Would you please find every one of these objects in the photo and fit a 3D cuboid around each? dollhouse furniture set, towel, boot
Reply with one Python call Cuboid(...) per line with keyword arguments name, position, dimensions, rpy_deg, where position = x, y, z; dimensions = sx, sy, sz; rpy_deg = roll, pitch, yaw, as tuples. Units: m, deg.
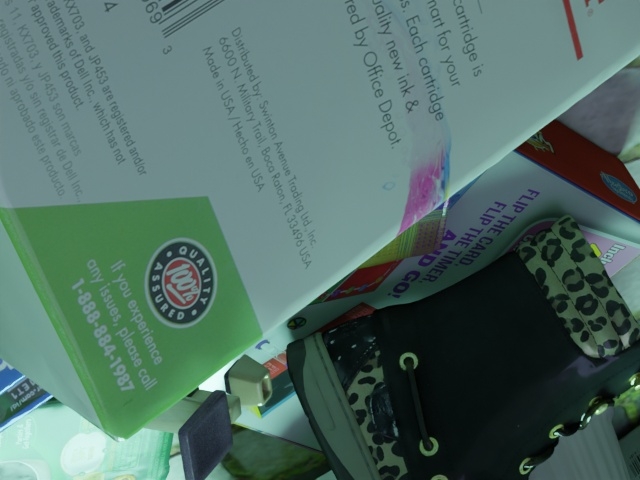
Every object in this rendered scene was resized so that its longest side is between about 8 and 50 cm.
Cuboid(name="dollhouse furniture set", position=(-0.084, 0.049, 0.930), dimensions=(0.081, 0.091, 0.114), rpy_deg=(8, 122, 25))
Cuboid(name="towel", position=(0.036, -0.016, 0.910), dimensions=(0.060, 0.009, 0.083), rpy_deg=(-10, 140, -15))
Cuboid(name="boot", position=(0.108, 0.120, 0.961), dimensions=(0.179, 0.236, 0.085), rpy_deg=(-29, -178, 1))

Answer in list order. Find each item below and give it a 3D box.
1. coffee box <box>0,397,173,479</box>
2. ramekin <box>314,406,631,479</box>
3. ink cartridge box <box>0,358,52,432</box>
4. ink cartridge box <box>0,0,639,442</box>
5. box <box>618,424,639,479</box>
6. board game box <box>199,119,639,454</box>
Cuboid(name="coffee box", position=(-0.175, 0.114, 1.040), dimensions=(0.184, 0.040, 0.113), rpy_deg=(-8, 139, -19))
Cuboid(name="ramekin", position=(0.079, 0.200, 1.131), dimensions=(0.273, 0.127, 0.273), rpy_deg=(-23, 163, -7))
Cuboid(name="ink cartridge box", position=(-0.136, -0.054, 0.747), dimensions=(0.186, 0.065, 0.311), rpy_deg=(-34, 128, -8))
Cuboid(name="ink cartridge box", position=(-0.003, -0.118, 0.688), dimensions=(0.353, 0.119, 0.207), rpy_deg=(-36, 126, -23))
Cuboid(name="box", position=(0.383, 0.153, 1.352), dimensions=(0.232, 0.058, 0.322), rpy_deg=(-42, 139, 22))
Cuboid(name="board game box", position=(0.000, 0.000, 0.973), dimensions=(0.242, 0.064, 0.316), rpy_deg=(-41, 139, 22))
